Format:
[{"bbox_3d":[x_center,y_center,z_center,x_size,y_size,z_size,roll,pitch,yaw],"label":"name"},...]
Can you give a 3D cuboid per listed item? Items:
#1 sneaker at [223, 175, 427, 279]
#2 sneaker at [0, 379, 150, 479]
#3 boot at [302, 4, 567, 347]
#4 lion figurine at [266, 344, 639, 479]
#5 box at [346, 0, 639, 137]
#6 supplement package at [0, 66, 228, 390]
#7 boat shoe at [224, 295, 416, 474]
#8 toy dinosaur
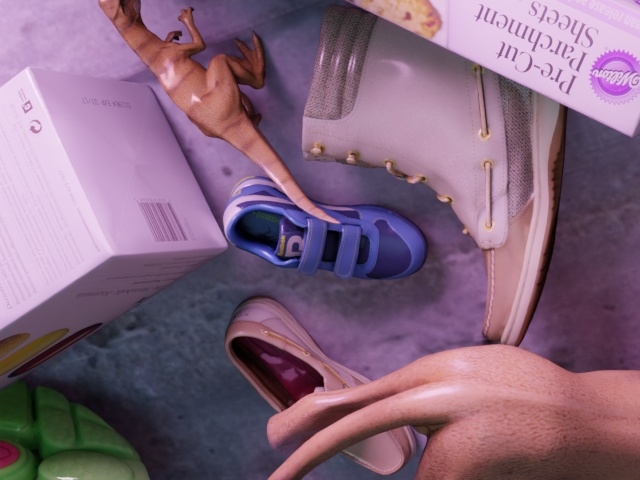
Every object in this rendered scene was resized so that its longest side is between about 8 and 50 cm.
[{"bbox_3d":[0.000,0.000,0.823,0.144,0.059,0.053,13,112,8],"label":"sneaker"},{"bbox_3d":[-0.330,0.245,0.969,0.483,0.185,0.202,-12,125,22],"label":"sneaker"},{"bbox_3d":[0.070,-0.042,0.777,0.165,0.077,0.213,6,105,12],"label":"boot"},{"bbox_3d":[0.157,0.112,0.708,0.240,0.392,0.142,-44,56,52],"label":"lion figurine"},{"bbox_3d":[0.055,-0.161,0.700,0.324,0.063,0.067,30,117,18],"label":"box"},{"bbox_3d":[-0.213,0.008,0.822,0.244,0.139,0.133,-31,78,24],"label":"supplement package"},{"bbox_3d":[-0.005,0.115,0.869,0.170,0.059,0.063,41,115,-3],"label":"boat shoe"},{"bbox_3d":[-0.062,-0.081,0.774,0.211,0.112,0.064,44,118,3],"label":"toy dinosaur"}]
